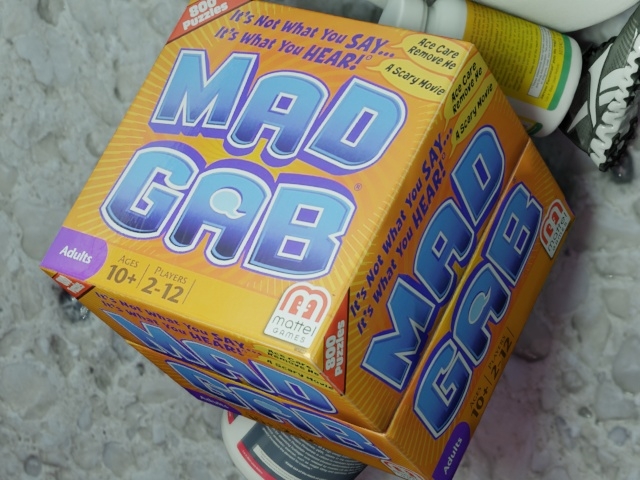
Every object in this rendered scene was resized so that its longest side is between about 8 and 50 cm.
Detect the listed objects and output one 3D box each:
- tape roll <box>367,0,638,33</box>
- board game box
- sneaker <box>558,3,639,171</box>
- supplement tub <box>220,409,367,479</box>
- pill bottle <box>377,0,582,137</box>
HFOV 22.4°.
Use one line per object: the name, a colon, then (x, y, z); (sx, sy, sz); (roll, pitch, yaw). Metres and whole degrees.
tape roll: (0.170, -0.341, 1.652); (0.392, 0.072, 0.392); (9, 155, 4)
board game box: (0.000, 0.000, 1.726); (0.356, 0.357, 0.356); (16, 161, 34)
sneaker: (0.310, -0.183, 1.764); (0.106, 0.078, 0.234); (36, 143, 19)
supplement tub: (0.018, 0.187, 2.008); (0.191, 0.191, 0.272); (43, 122, 4)
pill bottle: (0.166, -0.196, 1.743); (0.208, 0.117, 0.118); (17, 120, -14)
